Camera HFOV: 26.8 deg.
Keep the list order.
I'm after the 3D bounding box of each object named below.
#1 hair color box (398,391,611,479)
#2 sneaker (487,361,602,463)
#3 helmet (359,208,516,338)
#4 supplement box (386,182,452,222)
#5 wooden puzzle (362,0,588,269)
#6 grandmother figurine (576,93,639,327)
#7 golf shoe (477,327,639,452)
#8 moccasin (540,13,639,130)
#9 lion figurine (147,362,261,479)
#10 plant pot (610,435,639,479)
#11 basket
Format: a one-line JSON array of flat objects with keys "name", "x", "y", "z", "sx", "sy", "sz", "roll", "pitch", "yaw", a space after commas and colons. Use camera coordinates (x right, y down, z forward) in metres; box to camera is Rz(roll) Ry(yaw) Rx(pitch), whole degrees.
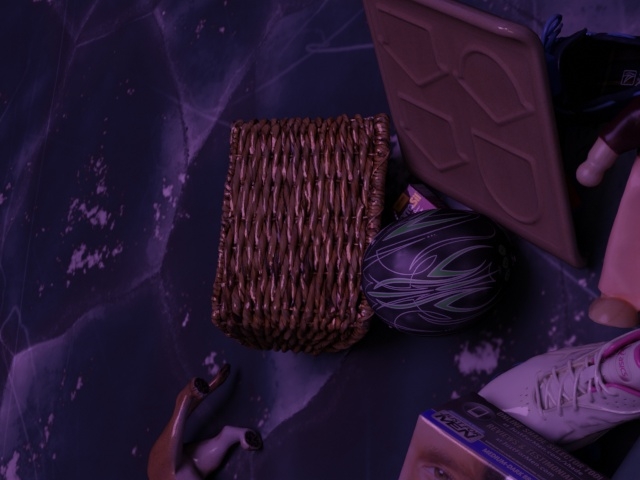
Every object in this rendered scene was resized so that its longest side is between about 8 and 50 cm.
[{"name": "hair color box", "x": 0.153, "y": 0.352, "z": 1.395, "sx": 0.185, "sy": 0.110, "sz": 0.338, "roll": 31, "pitch": 117, "yaw": 33}, {"name": "sneaker", "x": 0.178, "y": 0.301, "z": 1.519, "sx": 0.340, "sy": 0.125, "sz": 0.139, "roll": -57, "pitch": 47, "yaw": 18}, {"name": "helmet", "x": 0.137, "y": 0.040, "z": 1.605, "sx": 0.169, "sy": 0.161, "sz": 0.169, "roll": 15, "pitch": 115, "yaw": 36}, {"name": "supplement box", "x": 0.137, "y": -0.028, "z": 1.727, "sx": 0.083, "sy": 0.043, "sz": 0.055, "roll": 42, "pitch": 110, "yaw": 21}, {"name": "wooden puzzle", "x": 0.185, "y": -0.160, "z": 1.573, "sx": 0.080, "sy": 0.347, "sz": 0.322, "roll": -36, "pitch": 39, "yaw": -17}, {"name": "grandmother figurine", "x": 0.374, "y": -0.079, "z": 1.393, "sx": 0.104, "sy": 0.208, "sz": 0.342, "roll": -143, "pitch": 57, "yaw": -64}, {"name": "golf shoe", "x": 0.290, "y": 0.141, "z": 1.379, "sx": 0.306, "sy": 0.140, "sz": 0.115, "roll": -16, "pitch": 63, "yaw": 17}, {"name": "moccasin", "x": 0.313, "y": -0.206, "z": 1.569, "sx": 0.342, "sy": 0.117, "sz": 0.137, "roll": -1, "pitch": 75, "yaw": 47}, {"name": "lion figurine", "x": -0.189, "y": 0.385, "z": 1.901, "sx": 0.240, "sy": 0.142, "sz": 0.392, "roll": -44, "pitch": 33, "yaw": 38}, {"name": "plant pot", "x": 0.377, "y": 0.283, "z": 1.178, "sx": 0.341, "sy": 0.341, "sz": 0.334, "roll": 26, "pitch": 87, "yaw": 49}, {"name": "basket", "x": 0.000, "y": 0.000, "z": 1.795, "sx": 0.223, "sy": 0.213, "sz": 0.299, "roll": -1, "pitch": 72, "yaw": 16}]
